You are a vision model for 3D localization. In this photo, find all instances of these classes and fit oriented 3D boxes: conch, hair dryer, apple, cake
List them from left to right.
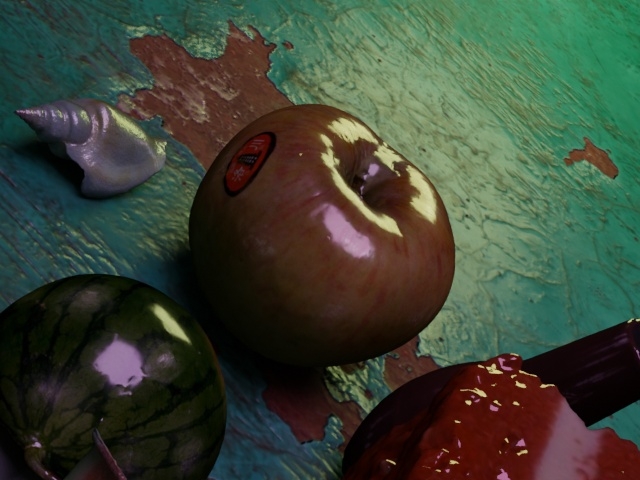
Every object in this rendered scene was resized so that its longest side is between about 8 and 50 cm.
[{"bbox_3d":[-0.205,-0.091,1.482,0.180,0.065,0.088,14,41,-43],"label":"conch"},{"bbox_3d":[0.000,0.000,1.460,0.261,0.194,0.261,26,37,-21],"label":"apple"},{"bbox_3d":[0.135,0.300,1.202,0.319,0.269,0.270,37,37,-5],"label":"cake"},{"bbox_3d":[0.206,0.244,1.357,0.340,0.312,0.123,59,36,-9],"label":"hair dryer"}]

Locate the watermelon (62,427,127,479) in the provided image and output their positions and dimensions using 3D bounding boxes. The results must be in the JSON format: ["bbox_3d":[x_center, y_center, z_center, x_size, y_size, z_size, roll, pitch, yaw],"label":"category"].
[{"bbox_3d":[-0.170,0.328,0.986,0.222,0.319,0.292,-15,17,-16],"label":"watermelon"}]

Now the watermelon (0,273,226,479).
[{"bbox_3d":[-0.150,0.105,1.240,0.204,0.127,0.232,50,18,11],"label":"watermelon"}]

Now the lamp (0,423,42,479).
[{"bbox_3d":[-0.338,0.127,1.145,0.269,0.047,0.266,46,34,8],"label":"lamp"}]
